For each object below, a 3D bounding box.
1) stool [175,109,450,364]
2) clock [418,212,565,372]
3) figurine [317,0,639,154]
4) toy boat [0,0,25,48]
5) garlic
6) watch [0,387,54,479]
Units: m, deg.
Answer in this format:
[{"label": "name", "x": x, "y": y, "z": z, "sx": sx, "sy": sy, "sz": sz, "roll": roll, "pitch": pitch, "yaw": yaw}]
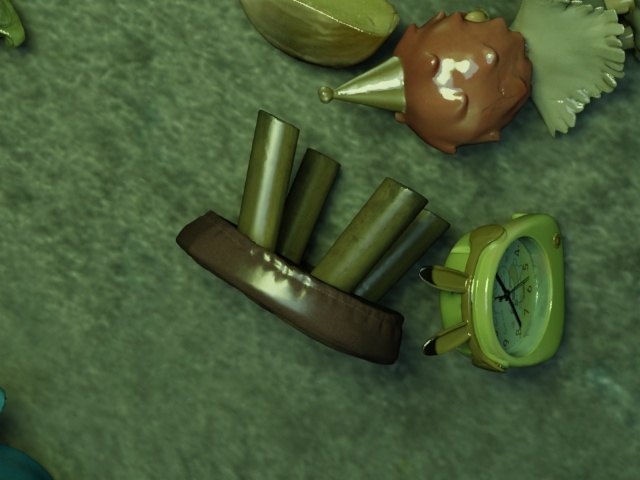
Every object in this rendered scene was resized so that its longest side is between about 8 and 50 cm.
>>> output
[{"label": "stool", "x": 0.000, "y": 0.000, "z": 1.252, "sx": 0.272, "sy": 0.272, "sz": 0.178, "roll": 30, "pitch": 90, "yaw": -1}, {"label": "clock", "x": 0.189, "y": 0.060, "z": 1.274, "sx": 0.069, "sy": 0.232, "sz": 0.170, "roll": 4, "pitch": 98, "yaw": 40}, {"label": "figurine", "x": 0.187, "y": -0.194, "z": 1.286, "sx": 0.387, "sy": 0.166, "sz": 0.207, "roll": -18, "pitch": 131, "yaw": -3}, {"label": "toy boat", "x": -0.408, "y": -0.288, "z": 1.322, "sx": 0.185, "sy": 0.089, "sz": 0.071, "roll": 53, "pitch": 139, "yaw": -6}, {"label": "garlic", "x": -0.009, "y": -0.252, "z": 1.307, "sx": 0.195, "sy": 0.101, "sz": 0.087, "roll": 22, "pitch": 64, "yaw": 6}, {"label": "watch", "x": -0.401, "y": 0.322, "z": 1.331, "sx": 0.274, "sy": 0.241, "sz": 0.305, "roll": 38, "pitch": 93, "yaw": -19}]
